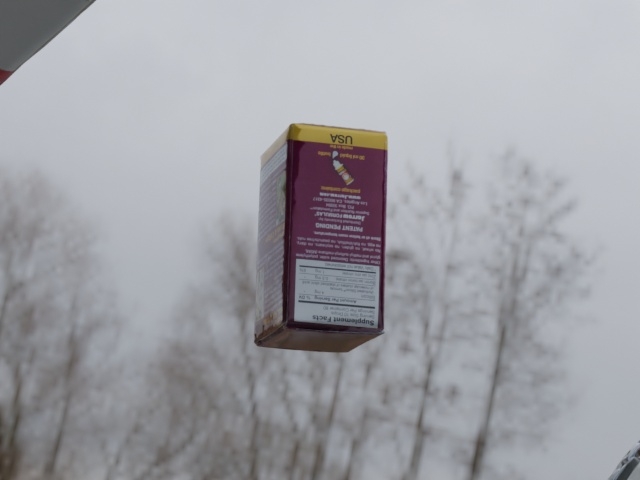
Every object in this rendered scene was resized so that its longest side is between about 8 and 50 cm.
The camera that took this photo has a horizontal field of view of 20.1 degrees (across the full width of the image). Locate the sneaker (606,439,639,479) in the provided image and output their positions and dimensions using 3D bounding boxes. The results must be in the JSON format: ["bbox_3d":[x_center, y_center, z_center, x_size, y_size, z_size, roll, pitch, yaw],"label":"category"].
[{"bbox_3d":[0.169,0.201,0.907,0.129,0.297,0.111,29,-14,12],"label":"sneaker"}]

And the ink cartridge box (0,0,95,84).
[{"bbox_3d":[-0.149,-0.228,0.632,0.384,0.160,0.279,-35,-45,31],"label":"ink cartridge box"}]

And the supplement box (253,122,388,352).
[{"bbox_3d":[0.000,0.000,0.733,0.043,0.083,0.055,5,-12,-15],"label":"supplement box"}]
